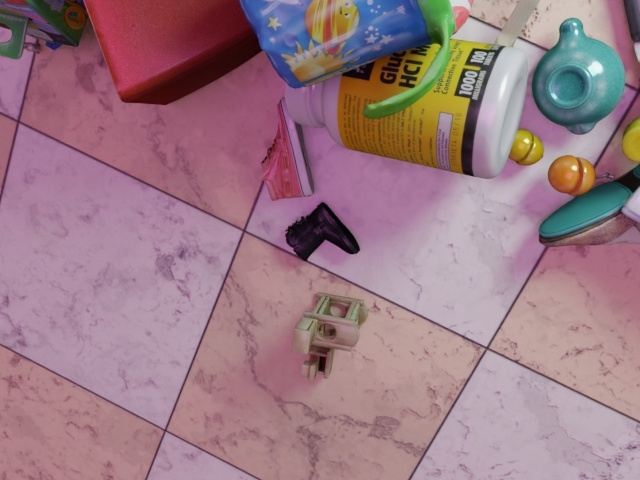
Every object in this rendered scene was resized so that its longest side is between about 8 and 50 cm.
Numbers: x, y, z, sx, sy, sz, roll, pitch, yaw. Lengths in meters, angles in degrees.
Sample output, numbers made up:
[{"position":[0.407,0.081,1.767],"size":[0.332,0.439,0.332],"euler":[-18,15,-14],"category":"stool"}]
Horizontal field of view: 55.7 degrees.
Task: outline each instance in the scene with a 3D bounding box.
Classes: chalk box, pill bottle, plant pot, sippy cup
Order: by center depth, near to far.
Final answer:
[{"position":[0.021,-0.316,0.772],"size":[0.224,0.305,0.240],"euler":[-27,137,13],"category":"sippy cup"},{"position":[0.124,-0.217,0.917],"size":[0.334,0.188,0.187],"euler":[16,109,22],"category":"pill bottle"},{"position":[-0.207,-0.376,0.941],"size":[0.236,0.267,0.267],"euler":[-16,101,3],"category":"plant pot"},{"position":[-0.477,-0.437,0.961],"size":[0.180,0.179,0.289],"euler":[16,84,8],"category":"chalk box"}]

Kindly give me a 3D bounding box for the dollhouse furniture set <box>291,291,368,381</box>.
[{"position":[0.016,0.204,1.078],"size":[0.101,0.182,0.160],"euler":[9,107,10],"category":"dollhouse furniture set"}]

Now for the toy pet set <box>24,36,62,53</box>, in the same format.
[{"position":[-0.503,-0.399,1.105],"size":[0.114,0.065,0.122],"euler":[31,111,40],"category":"toy pet set"}]

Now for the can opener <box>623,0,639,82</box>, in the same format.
[{"position":[0.490,-0.319,0.869],"size":[0.076,0.095,0.283],"euler":[-16,102,16],"category":"can opener"}]

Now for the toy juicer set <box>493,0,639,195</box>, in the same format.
[{"position":[0.364,-0.222,0.943],"size":[0.209,0.089,0.329],"euler":[-38,83,40],"category":"toy juicer set"}]

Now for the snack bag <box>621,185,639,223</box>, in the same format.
[{"position":[0.625,-0.069,0.781],"size":[0.323,0.037,0.342],"euler":[38,123,5],"category":"snack bag"}]

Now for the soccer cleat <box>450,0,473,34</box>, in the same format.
[{"position":[0.124,-0.403,0.916],"size":[0.248,0.083,0.095],"euler":[29,92,-17],"category":"soccer cleat"}]

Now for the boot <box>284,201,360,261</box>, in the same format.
[{"position":[0.000,0.000,1.098],"size":[0.099,0.045,0.121],"euler":[-41,86,17],"category":"boot"}]

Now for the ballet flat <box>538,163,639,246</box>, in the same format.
[{"position":[0.499,-0.059,0.940],"size":[0.316,0.107,0.106],"euler":[-36,108,20],"category":"ballet flat"}]

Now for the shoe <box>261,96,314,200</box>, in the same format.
[{"position":[-0.069,-0.156,1.059],"size":[0.081,0.063,0.178],"euler":[-10,107,10],"category":"shoe"}]
